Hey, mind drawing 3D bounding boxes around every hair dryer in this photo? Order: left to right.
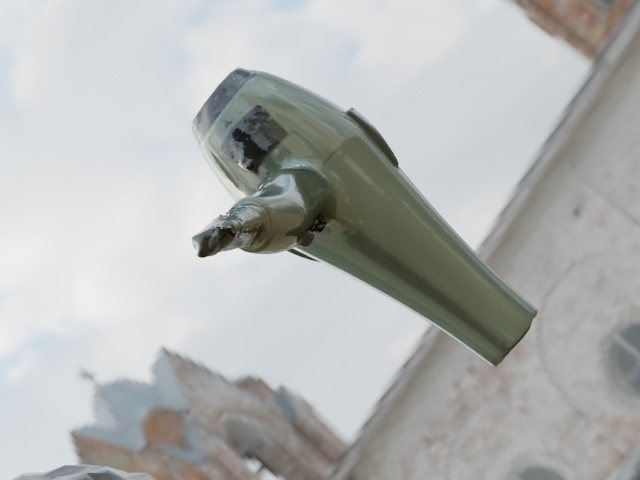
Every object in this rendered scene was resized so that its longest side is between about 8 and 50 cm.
[{"bbox_3d":[0.029,0.014,0.905,0.092,0.229,0.267,-52,16,17],"label":"hair dryer"}]

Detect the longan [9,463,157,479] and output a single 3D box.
[{"bbox_3d":[-0.179,0.392,1.230,0.404,0.404,0.436,-27,-51,-44],"label":"longan"}]
